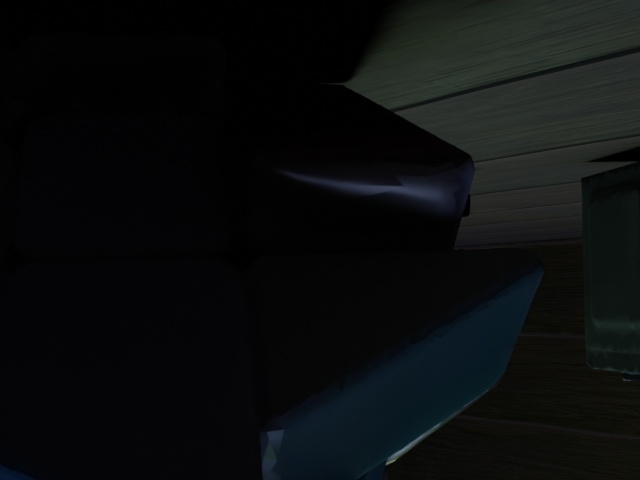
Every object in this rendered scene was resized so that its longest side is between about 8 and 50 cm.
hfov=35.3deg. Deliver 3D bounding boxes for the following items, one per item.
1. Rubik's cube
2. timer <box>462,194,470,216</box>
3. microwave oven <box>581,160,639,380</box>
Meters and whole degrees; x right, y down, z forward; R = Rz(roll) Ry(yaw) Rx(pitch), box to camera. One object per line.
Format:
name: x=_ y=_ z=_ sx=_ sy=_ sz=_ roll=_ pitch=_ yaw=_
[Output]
Rubik's cube: x=-0.096 y=0.074 z=0.522 sx=0.358 sy=0.368 sz=0.387 roll=1 pitch=136 yaw=-10
timer: x=0.064 y=-0.050 z=1.141 sx=0.187 sy=0.055 sz=0.144 roll=1 pitch=178 yaw=39
microwave oven: x=0.438 y=0.027 z=1.019 sx=0.295 sy=0.237 sz=0.181 roll=0 pitch=177 yaw=-10
